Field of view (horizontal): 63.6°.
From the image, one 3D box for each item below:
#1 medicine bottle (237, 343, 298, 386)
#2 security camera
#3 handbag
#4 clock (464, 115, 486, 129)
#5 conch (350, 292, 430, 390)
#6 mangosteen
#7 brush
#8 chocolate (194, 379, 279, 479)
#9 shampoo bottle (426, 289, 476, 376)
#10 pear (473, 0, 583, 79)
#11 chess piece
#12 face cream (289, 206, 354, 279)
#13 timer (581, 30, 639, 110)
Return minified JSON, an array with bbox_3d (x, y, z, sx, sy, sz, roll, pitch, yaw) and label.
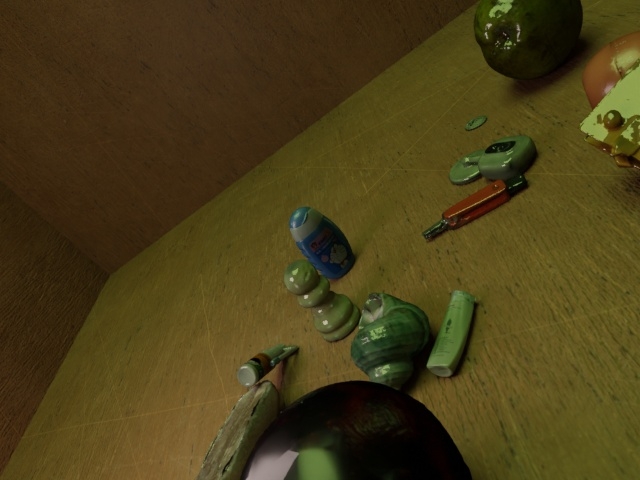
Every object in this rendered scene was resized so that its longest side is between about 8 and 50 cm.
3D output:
[{"bbox_3d":[-0.142,0.338,1.450,0.092,0.061,0.220,-15,3,23],"label":"medicine bottle"},{"bbox_3d":[0.506,-0.248,1.578,0.157,0.080,0.301,-50,24,-18],"label":"security camera"},{"bbox_3d":[0.744,-0.212,0.983,0.283,0.133,0.401,-48,48,9],"label":"handbag"},{"bbox_3d":[0.561,-0.426,1.861,0.083,0.010,0.074,-14,35,42],"label":"clock"},{"bbox_3d":[0.154,0.230,1.196,0.220,0.195,0.277,-33,47,40],"label":"conch"},{"bbox_3d":[0.031,0.433,0.806,0.421,0.381,0.381,-40,23,26],"label":"mangosteen"},{"bbox_3d":[0.428,-0.095,1.460,0.323,0.051,0.070,-33,29,16],"label":"brush"},{"bbox_3d":[-0.199,0.509,1.300,0.185,0.100,0.303,-32,19,46],"label":"chocolate"},{"bbox_3d":[0.296,0.205,1.159,0.072,0.049,0.212,-21,31,44],"label":"shampoo bottle"},{"bbox_3d":[0.710,-0.735,1.756,0.413,0.352,0.352,-34,18,-35],"label":"pear"},{"bbox_3d":[-0.007,0.155,1.436,0.133,0.243,0.133,-31,25,17],"label":"chess piece"},{"bbox_3d":[0.000,0.000,1.652,0.149,0.264,0.083,-50,26,-19],"label":"face cream"},{"bbox_3d":[0.768,-0.387,1.254,0.214,0.230,0.230,-21,31,33],"label":"timer"}]
